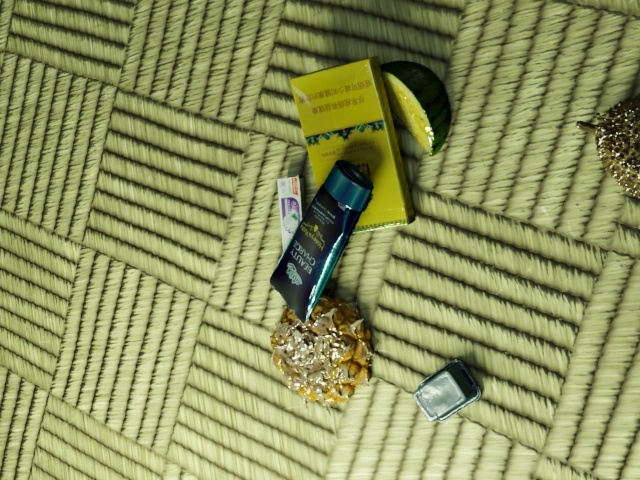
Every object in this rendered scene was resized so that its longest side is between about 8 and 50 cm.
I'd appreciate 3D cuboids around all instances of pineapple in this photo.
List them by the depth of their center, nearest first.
[{"bbox_3d":[-0.007,0.189,1.488,0.224,0.076,0.225,2,95,29],"label":"pineapple"}]

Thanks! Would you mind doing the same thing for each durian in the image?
[{"bbox_3d":[0.449,-0.139,1.220,0.188,0.091,0.148,25,103,27],"label":"durian"}]

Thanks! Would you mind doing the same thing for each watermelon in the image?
[{"bbox_3d":[0.158,-0.239,1.407,0.181,0.075,0.092,51,158,20],"label":"watermelon"}]

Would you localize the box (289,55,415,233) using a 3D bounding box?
[{"bbox_3d":[0.053,-0.150,1.426,0.153,0.041,0.279,-9,102,28],"label":"box"}]

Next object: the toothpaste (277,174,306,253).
[{"bbox_3d":[-0.043,-0.015,1.519,0.047,0.040,0.196,-5,89,26],"label":"toothpaste"}]

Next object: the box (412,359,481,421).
[{"bbox_3d":[0.199,0.246,1.389,0.099,0.054,0.074,-40,72,24],"label":"box"}]

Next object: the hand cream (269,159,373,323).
[{"bbox_3d":[0.000,0.000,1.435,0.120,0.061,0.270,47,122,35],"label":"hand cream"}]
